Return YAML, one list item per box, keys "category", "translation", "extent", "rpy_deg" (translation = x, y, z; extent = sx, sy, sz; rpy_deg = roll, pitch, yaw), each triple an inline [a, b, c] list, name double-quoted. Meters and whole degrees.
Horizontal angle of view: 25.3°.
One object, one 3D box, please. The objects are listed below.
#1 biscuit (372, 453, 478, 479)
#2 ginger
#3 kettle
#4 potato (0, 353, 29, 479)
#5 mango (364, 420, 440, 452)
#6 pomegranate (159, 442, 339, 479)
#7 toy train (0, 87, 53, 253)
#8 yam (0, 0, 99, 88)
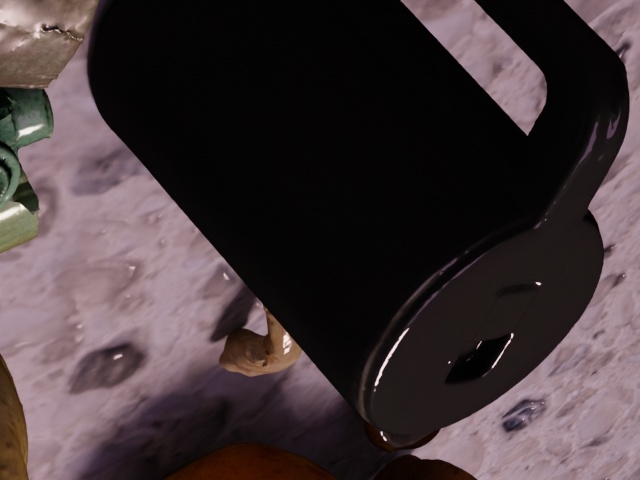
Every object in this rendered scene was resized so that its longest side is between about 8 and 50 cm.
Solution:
- category: "biscuit"
  translation: [0.013, 0.414, 1.422]
  extent: [0.078, 0.350, 0.455]
  rpy_deg: [41, 100, -12]
- category: "ginger"
  translation: [0.000, 0.000, 1.150]
  extent: [0.089, 0.075, 0.288]
  rpy_deg: [-3, 127, -50]
- category: "kettle"
  translation: [0.037, -0.067, 0.885]
  extent: [0.262, 0.308, 0.203]
  rpy_deg: [-46, 147, 8]
- category: "potato"
  translation: [-0.304, 0.170, 0.910]
  extent: [0.285, 0.242, 0.242]
  rpy_deg: [-13, 137, -32]
- category: "mango"
  translation: [0.084, 0.176, 1.433]
  extent: [0.077, 0.063, 0.127]
  rpy_deg: [-50, 151, 4]
- category: "pomegranate"
  translation: [-0.065, 0.317, 1.276]
  extent: [0.264, 0.264, 0.264]
  rpy_deg: [-26, 144, -21]
- category: "toy train"
  translation: [-0.288, 0.002, 0.805]
  extent: [0.307, 0.126, 0.189]
  rpy_deg: [-26, 144, -22]
- category: "yam"
  translation: [-0.226, -0.155, 0.665]
  extent: [0.268, 0.161, 0.161]
  rpy_deg: [1, 129, -44]
